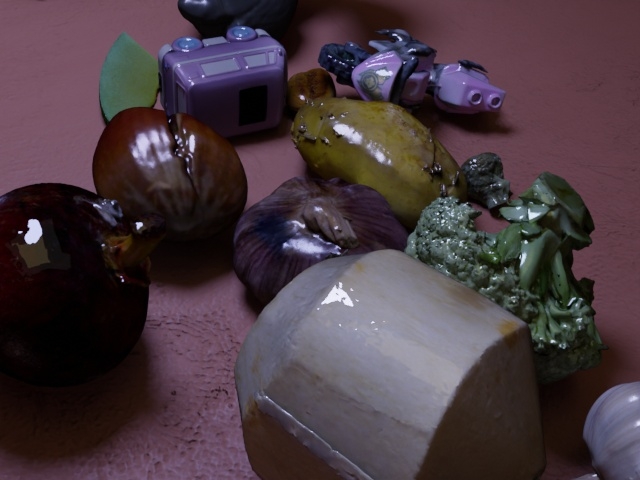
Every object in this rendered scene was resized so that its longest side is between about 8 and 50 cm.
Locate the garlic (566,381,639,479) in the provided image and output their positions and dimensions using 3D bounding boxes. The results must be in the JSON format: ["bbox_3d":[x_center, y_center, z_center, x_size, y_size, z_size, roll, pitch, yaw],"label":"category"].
[{"bbox_3d":[0.324,0.266,0.895,0.226,0.199,0.199,-26,47,7],"label":"garlic"}]

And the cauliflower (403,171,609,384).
[{"bbox_3d":[0.250,0.039,1.014,0.272,0.250,0.275,34,4,13],"label":"cauliflower"}]

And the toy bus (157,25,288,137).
[{"bbox_3d":[-0.149,-0.250,1.332,0.202,0.142,0.142,-16,44,-23],"label":"toy bus"}]

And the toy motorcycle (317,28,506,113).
[{"bbox_3d":[0.162,-0.262,1.378,0.327,0.143,0.188,8,24,-20],"label":"toy motorcycle"}]

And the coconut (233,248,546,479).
[{"bbox_3d":[0.079,0.171,0.834,0.323,0.323,0.323,5,44,-5],"label":"coconut"}]

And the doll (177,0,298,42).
[{"bbox_3d":[-0.087,-0.495,1.447,0.252,0.379,0.382,33,52,-26],"label":"doll"}]

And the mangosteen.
[{"bbox_3d":[-0.272,0.038,0.926,0.261,0.235,0.235,-21,40,21],"label":"mangosteen"}]

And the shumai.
[{"bbox_3d":[0.258,-0.085,1.281,0.083,0.082,0.080,-26,52,-1],"label":"shumai"}]

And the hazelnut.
[{"bbox_3d":[-0.203,-0.089,1.127,0.212,0.181,0.181,3,2,-21],"label":"hazelnut"}]

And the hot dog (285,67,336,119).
[{"bbox_3d":[-0.017,-0.242,1.406,0.090,0.060,0.140,-3,39,-7],"label":"hot dog"}]

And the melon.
[{"bbox_3d":[-0.317,-0.243,1.376,0.114,0.053,0.261,16,45,-20],"label":"melon"}]

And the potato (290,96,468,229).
[{"bbox_3d":[0.088,-0.126,1.243,0.300,0.140,0.173,34,52,21],"label":"potato"}]

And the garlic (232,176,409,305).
[{"bbox_3d":[0.000,0.000,1.087,0.245,0.160,0.245,-2,44,2],"label":"garlic"}]
